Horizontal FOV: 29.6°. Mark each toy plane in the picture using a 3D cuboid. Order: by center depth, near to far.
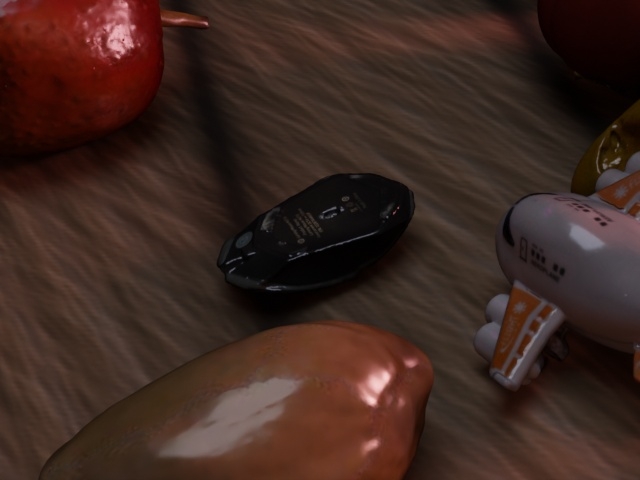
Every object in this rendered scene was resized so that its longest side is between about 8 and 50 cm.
[{"bbox_3d":[0.219,0.022,0.945,0.244,0.117,0.245,-27,40,25],"label":"toy plane"}]

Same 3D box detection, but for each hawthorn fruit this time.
[{"bbox_3d":[-0.282,-0.235,1.335,0.330,0.287,0.287,-6,36,-19],"label":"hawthorn fruit"}]

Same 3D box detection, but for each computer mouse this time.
[{"bbox_3d":[0.000,0.000,1.115,0.192,0.062,0.106,-24,41,-6],"label":"computer mouse"}]

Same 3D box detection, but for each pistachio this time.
[{"bbox_3d":[-0.048,0.150,0.865,0.293,0.162,0.181,-26,23,-12],"label":"pistachio"}]

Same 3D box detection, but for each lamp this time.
[{"bbox_3d":[0.333,-0.254,1.228,0.227,0.227,0.227,-7,39,5],"label":"lamp"}]

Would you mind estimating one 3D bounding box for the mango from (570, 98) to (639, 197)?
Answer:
[{"bbox_3d":[0.344,-0.092,1.074,0.262,0.167,0.130,-25,77,-2],"label":"mango"}]
